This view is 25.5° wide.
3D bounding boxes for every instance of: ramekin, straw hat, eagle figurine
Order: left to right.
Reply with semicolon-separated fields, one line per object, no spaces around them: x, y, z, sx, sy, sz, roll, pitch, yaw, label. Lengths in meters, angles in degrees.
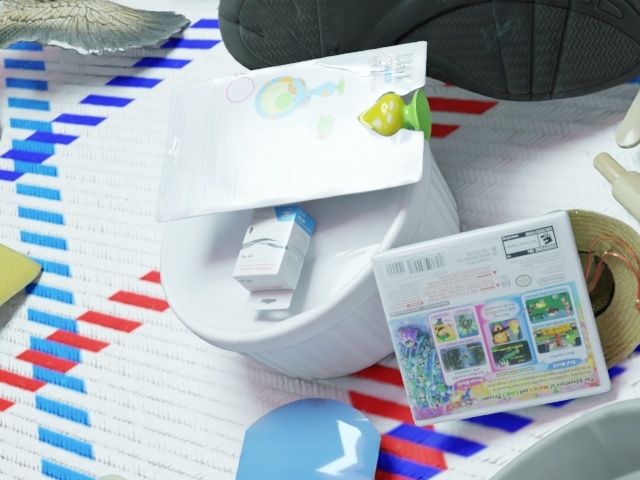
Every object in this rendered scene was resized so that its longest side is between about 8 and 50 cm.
-0.333;-0.294;1.705;0.298;0.226;0.225;-25;25;28;eagle figurine
0.000;0.000;1.254;0.273;0.127;0.273;-21;47;24;ramekin
0.200;0.034;1.114;0.144;0.144;0.061;-23;8;23;straw hat

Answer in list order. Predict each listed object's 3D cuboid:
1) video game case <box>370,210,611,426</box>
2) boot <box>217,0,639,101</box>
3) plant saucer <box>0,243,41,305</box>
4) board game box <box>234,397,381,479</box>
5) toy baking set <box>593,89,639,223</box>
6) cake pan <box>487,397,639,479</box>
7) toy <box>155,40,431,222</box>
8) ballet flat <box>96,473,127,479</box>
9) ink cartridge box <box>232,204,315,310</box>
0.131;0.062;1.093;0.157;0.143;0.019;-13;8;17;video game case
0.115;-0.237;1.300;0.377;0.138;0.284;0;26;9;boot
-0.533;0.064;1.564;0.333;0.081;0.333;12;42;44;plant saucer
-0.010;0.214;1.167;0.133;0.033;0.168;-5;60;30;board game box
0.322;-0.084;1.144;0.197;0.030;0.256;-41;42;0;toy baking set
0.141;0.225;0.924;0.293;0.054;0.293;-43;8;7;cake pan
-0.018;-0.081;1.191;0.237;0.056;0.137;-10;59;24;toy
-0.191;0.290;1.210;0.086;0.086;0.248;-32;43;14;ballet flat
-0.040;0.014;1.158;0.048;0.028;0.083;-5;57;36;ink cartridge box
